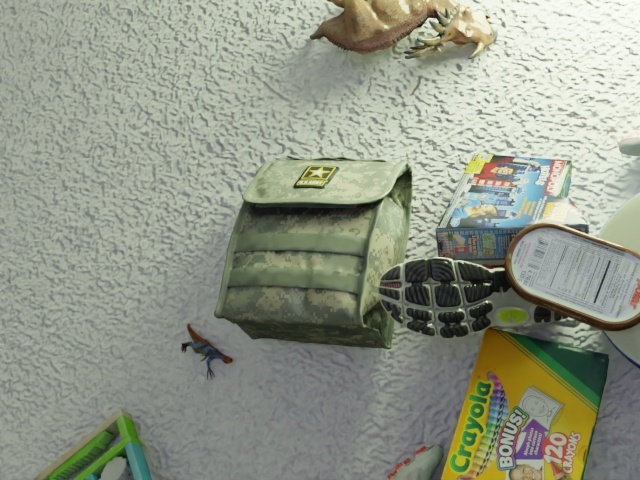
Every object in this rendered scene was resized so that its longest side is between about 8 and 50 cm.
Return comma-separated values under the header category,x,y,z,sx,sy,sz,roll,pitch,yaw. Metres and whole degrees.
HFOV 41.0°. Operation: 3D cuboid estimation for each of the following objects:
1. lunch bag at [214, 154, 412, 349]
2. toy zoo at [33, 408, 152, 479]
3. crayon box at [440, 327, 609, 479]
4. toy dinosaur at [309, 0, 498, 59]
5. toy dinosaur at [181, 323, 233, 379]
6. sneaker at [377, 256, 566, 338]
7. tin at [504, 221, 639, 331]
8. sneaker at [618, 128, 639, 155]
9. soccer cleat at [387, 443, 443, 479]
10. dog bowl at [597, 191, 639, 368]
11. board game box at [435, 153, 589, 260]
category,x,y,z,sx,sy,sz,roll,pitch,yaw
lunch bag,0.000,0.000,1.259,0.235,0.169,0.287,2,69,23
toy zoo,-0.326,0.420,1.277,0.192,0.030,0.293,-39,46,7
crayon box,0.259,0.266,1.103,0.165,0.081,0.279,12,64,21
toy dinosaur,0.107,-0.345,1.338,0.295,0.127,0.200,-18,78,20
toy dinosaur,-0.176,0.170,1.343,0.082,0.047,0.090,3,66,1
sneaker,0.214,0.079,1.167,0.278,0.118,0.107,1,86,-2
tin,0.323,0.045,1.069,0.189,0.040,0.106,21,88,18
sneaker,0.481,-0.162,1.194,0.134,0.051,0.070,-11,71,13
soccer cleat,0.110,0.363,1.180,0.076,0.068,0.196,45,100,19
dog bowl,0.481,0.055,1.085,0.264,0.104,0.265,-7,75,27
board game box,0.282,-0.040,1.188,0.194,0.060,0.194,8,42,25
